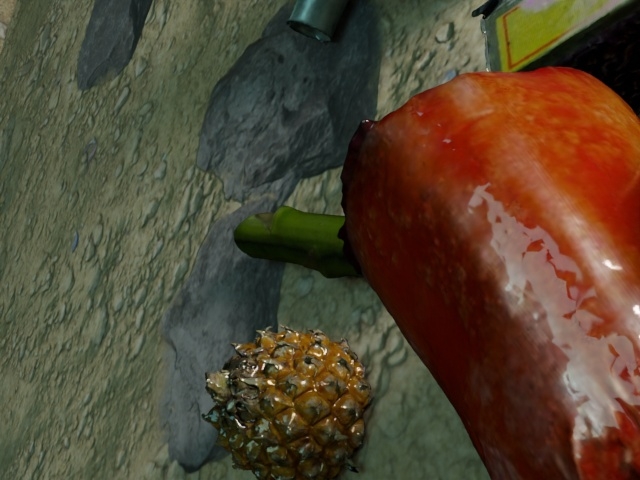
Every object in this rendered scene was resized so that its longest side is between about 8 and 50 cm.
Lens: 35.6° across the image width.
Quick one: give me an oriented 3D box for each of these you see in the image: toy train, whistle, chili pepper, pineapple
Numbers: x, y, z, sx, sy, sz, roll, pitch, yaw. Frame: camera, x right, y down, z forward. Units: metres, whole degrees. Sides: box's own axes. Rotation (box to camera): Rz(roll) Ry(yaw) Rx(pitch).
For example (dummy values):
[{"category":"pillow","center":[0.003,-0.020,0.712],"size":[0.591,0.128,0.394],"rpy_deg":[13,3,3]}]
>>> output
[{"category":"toy train","center":[0.228,-0.199,0.755],"size":[0.261,0.134,0.177],"rpy_deg":[-30,50,42]},{"category":"whistle","center":[0.044,-0.387,1.173],"size":[0.062,0.062,0.312],"rpy_deg":[23,90,56]},{"category":"chili pepper","center":[0.150,0.067,0.626],"size":[0.251,0.229,0.305],"rpy_deg":[102,158,-50]},{"category":"pineapple","center":[-0.054,0.152,0.939],"size":[0.176,0.137,0.161],"rpy_deg":[2,73,55]}]

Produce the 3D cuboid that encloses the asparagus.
[{"category":"asparagus","center":[0.002,0.001,1.022],"size":[0.278,0.060,0.067],"rpy_deg":[10,100,55]}]
